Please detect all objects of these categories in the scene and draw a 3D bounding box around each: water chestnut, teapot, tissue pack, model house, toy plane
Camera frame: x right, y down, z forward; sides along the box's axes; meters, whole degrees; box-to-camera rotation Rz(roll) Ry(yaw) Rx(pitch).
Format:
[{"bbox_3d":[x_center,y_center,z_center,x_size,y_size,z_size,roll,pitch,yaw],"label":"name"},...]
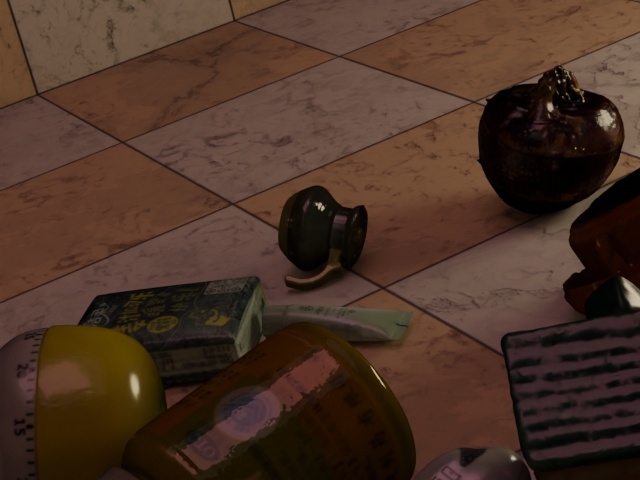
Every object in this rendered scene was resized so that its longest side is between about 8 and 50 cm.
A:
[{"bbox_3d":[0.343,-0.159,2.433,0.224,0.238,0.223,-2,27,1],"label":"water chestnut"},{"bbox_3d":[0.000,0.000,2.417,0.119,0.130,0.165,10,63,15],"label":"teapot"},{"bbox_3d":[-0.215,0.129,2.274,0.257,0.081,0.185,-8,24,14],"label":"tissue pack"},{"bbox_3d":[0.380,0.152,1.575,0.382,0.342,0.334,-12,25,6],"label":"model house"},{"bbox_3d":[0.111,0.298,1.638,0.252,0.118,0.252,-36,7,5],"label":"toy plane"}]

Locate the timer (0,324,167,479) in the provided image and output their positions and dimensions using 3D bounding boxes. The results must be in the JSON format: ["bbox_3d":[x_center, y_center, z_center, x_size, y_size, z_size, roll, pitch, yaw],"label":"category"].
[{"bbox_3d":[-0.237,0.223,1.873,0.285,0.285,0.285,-12,24,5],"label":"timer"}]

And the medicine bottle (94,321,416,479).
[{"bbox_3d":[-0.104,0.271,1.712,0.384,0.224,0.224,-34,30,-24],"label":"medicine bottle"}]

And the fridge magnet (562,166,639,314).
[{"bbox_3d":[0.462,-0.028,2.069,0.364,0.155,0.363,-32,2,1],"label":"fridge magnet"}]

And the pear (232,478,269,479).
[{"bbox_3d":[-0.063,0.353,1.464,0.281,0.280,0.280,-12,24,5],"label":"pear"}]

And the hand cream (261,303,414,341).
[{"bbox_3d":[0.021,0.113,2.223,0.205,0.049,0.078,1,25,21],"label":"hand cream"}]
